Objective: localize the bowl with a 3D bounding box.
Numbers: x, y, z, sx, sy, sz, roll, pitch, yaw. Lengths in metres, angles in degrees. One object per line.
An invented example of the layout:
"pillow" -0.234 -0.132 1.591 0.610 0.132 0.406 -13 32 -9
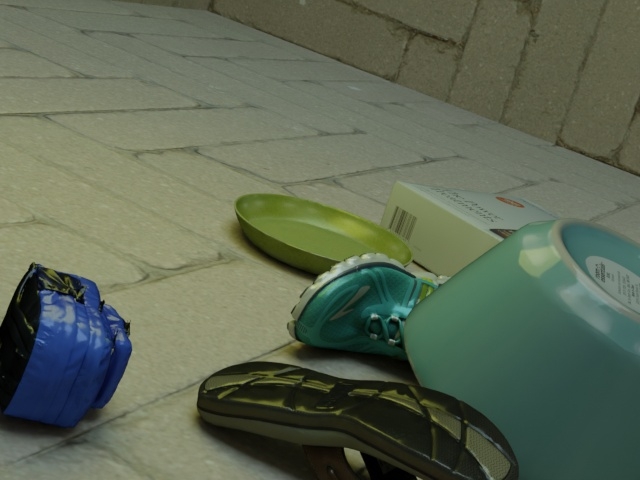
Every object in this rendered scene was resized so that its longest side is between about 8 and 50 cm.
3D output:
"bowl" 0.252 0.095 1.065 0.311 0.163 0.311 25 26 -13

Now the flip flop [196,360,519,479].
"flip flop" 0.024 0.163 0.903 0.277 0.080 0.112 8 16 25

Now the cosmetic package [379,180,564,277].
"cosmetic package" 0.305 0.036 1.569 0.284 0.097 0.377 7 19 -42

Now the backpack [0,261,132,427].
"backpack" -0.197 0.083 0.873 0.101 0.098 0.120 16 15 -19

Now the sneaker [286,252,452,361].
"sneaker" 0.092 0.084 1.180 0.275 0.107 0.110 6 29 -36

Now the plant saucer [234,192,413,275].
"plant saucer" 0.000 0.000 1.464 0.241 0.037 0.241 17 17 -5
